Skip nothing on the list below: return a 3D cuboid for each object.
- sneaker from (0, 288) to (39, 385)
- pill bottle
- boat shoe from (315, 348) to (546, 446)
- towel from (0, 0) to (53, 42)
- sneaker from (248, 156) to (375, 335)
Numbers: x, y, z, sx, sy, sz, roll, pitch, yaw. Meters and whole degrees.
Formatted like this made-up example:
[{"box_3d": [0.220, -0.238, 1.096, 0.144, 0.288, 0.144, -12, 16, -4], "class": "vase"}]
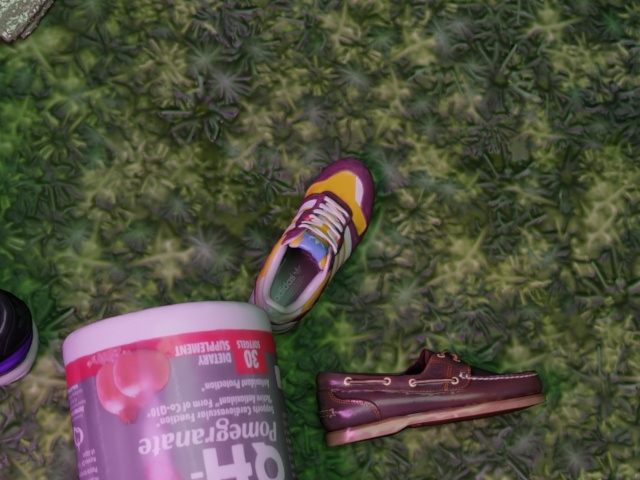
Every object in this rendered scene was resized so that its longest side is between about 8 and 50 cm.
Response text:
[{"box_3d": [-0.377, 0.087, 1.138, 0.293, 0.146, 0.102, -14, 79, -14], "class": "sneaker"}, {"box_3d": [-0.102, 0.220, 1.138, 0.176, 0.176, 0.319, -8, 77, -12], "class": "pill bottle"}, {"box_3d": [0.098, 0.132, 1.250, 0.207, 0.073, 0.073, -8, 79, -12], "class": "boat shoe"}, {"box_3d": [-0.284, -0.264, 1.307, 0.110, 0.027, 0.148, 34, 73, -1], "class": "towel"}, {"box_3d": [0.000, 0.000, 1.261, 0.069, 0.084, 0.185, 28, 73, -2], "class": "sneaker"}]
